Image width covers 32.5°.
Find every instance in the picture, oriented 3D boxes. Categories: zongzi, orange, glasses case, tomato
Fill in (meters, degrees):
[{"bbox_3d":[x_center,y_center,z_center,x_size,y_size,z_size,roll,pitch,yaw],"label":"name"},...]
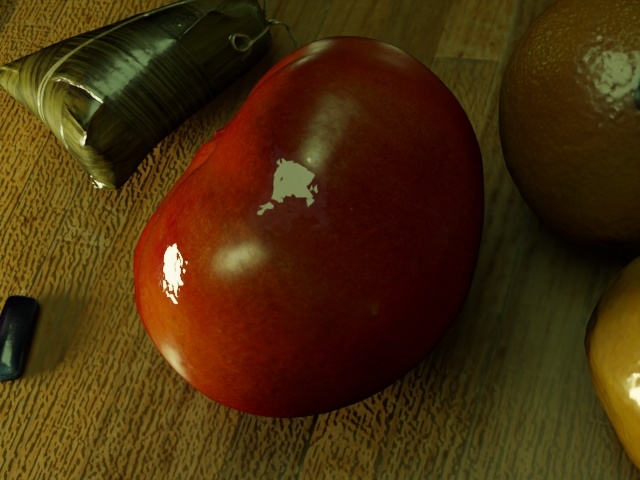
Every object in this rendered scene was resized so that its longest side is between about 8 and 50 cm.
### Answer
[{"bbox_3d":[-0.186,-0.193,1.084,0.248,0.111,0.241,-41,50,-14],"label":"zongzi"},{"bbox_3d":[0.228,-0.093,0.832,0.206,0.206,0.206,-8,59,14],"label":"orange"},{"bbox_3d":[-0.279,0.086,0.993,0.033,0.023,0.083,-3,60,18],"label":"glasses case"},{"bbox_3d":[0.000,0.000,0.828,0.226,0.298,0.298,42,76,-9],"label":"tomato"}]

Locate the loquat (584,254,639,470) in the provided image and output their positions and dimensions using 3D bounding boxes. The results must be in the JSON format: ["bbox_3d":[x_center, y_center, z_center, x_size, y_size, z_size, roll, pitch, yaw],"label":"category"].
[{"bbox_3d":[0.271,0.089,0.718,0.234,0.176,0.187,48,124,43],"label":"loquat"}]
